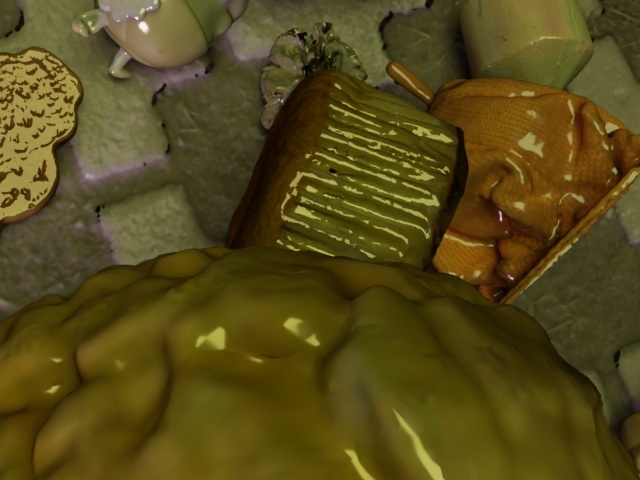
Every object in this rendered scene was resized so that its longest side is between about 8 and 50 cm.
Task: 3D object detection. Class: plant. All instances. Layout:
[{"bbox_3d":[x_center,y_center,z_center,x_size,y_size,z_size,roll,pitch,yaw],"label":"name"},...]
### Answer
[{"bbox_3d":[-0.007,-0.137,0.825,0.104,0.122,0.117,-21,91,-5],"label":"plant"}]

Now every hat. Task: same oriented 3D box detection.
[{"bbox_3d":[0.142,-0.084,0.816,0.233,0.244,0.233,-38,76,-25],"label":"hat"}]

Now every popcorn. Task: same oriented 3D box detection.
[{"bbox_3d":[-0.004,0.159,0.496,0.390,0.354,0.344,50,28,14],"label":"popcorn"}]

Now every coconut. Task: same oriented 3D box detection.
[{"bbox_3d":[0.196,-0.185,0.884,0.116,0.116,0.122,-5,75,-15],"label":"coconut"}]

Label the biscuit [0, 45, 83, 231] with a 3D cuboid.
[{"bbox_3d":[-0.296,-0.065,0.778,0.144,0.040,0.236,43,71,-10],"label":"biscuit"}]

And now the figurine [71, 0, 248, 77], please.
[{"bbox_3d":[-0.056,-0.294,0.833,0.394,0.226,0.274,-41,60,-7],"label":"figurine"}]

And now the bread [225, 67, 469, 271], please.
[{"bbox_3d":[0.000,0.000,0.727,0.142,0.253,0.227,22,47,-12],"label":"bread"}]

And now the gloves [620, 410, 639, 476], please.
[{"bbox_3d":[0.329,0.236,0.817,0.301,0.152,0.197,-27,66,-11],"label":"gloves"}]
